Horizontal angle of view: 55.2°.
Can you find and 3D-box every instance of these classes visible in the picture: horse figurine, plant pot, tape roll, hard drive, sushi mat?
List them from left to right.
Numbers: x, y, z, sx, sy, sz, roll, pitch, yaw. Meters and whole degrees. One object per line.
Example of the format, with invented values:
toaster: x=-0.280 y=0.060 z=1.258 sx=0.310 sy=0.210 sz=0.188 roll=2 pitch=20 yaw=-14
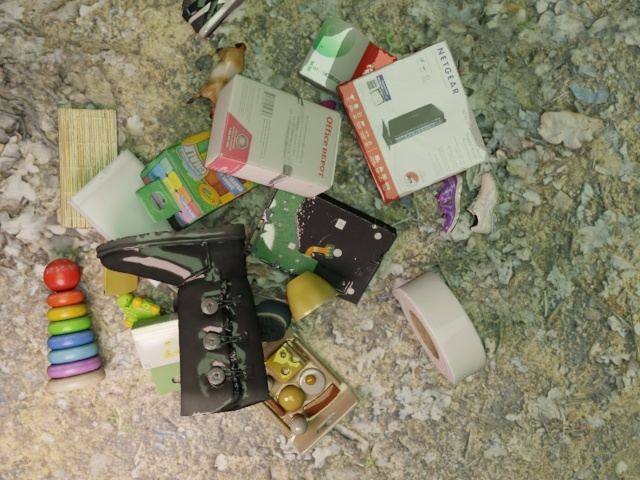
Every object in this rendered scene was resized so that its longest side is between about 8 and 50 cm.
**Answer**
sushi mat: x=-0.606 y=-0.186 z=1.599 sx=0.152 sy=0.019 sz=0.316 roll=-1 pitch=93 yaw=-8
plant pot: x=-0.521 y=0.100 z=1.595 sx=0.083 sy=0.081 sz=0.081 roll=0 pitch=93 yaw=-22
hard drive: x=-0.465 y=-0.058 z=1.591 sx=0.307 sy=0.040 sz=0.203 roll=46 pitch=77 yaw=-8
horse figurine: x=-0.254 y=-0.415 z=1.548 sx=0.066 sy=0.175 sz=0.263 roll=40 pitch=70 yaw=-37
plant pot: x=-0.035 y=0.136 z=1.587 sx=0.134 sy=0.134 sz=0.095 roll=-35 pitch=85 yaw=-4
hard drive: x=0.000 y=0.000 z=1.621 sx=0.339 sy=0.064 sz=0.236 roll=24 pitch=111 yaw=-8
tape roll: x=0.311 y=0.225 z=1.594 sx=0.100 sy=0.286 sz=0.286 roll=-29 pitch=96 yaw=-5

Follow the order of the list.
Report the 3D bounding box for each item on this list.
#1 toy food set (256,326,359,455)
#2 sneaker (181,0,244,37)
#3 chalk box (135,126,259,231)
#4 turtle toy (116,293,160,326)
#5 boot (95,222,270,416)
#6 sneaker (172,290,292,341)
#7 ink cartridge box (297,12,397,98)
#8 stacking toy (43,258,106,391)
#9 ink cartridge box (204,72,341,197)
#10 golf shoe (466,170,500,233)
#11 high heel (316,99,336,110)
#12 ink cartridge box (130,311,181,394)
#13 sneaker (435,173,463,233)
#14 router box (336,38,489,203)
toy food set: x=-0.076 y=0.401 z=1.654 sx=0.220 sy=0.092 sz=0.306 roll=-43 pitch=97 yaw=-2
sneaker: x=-0.271 y=-0.643 z=1.582 sx=0.121 sy=0.079 sz=0.217 roll=44 pitch=89 yaw=-8
chalk box: x=-0.304 y=-0.147 z=1.493 sx=0.289 sy=0.179 sz=0.180 roll=-37 pitch=98 yaw=-38
turtle toy: x=-0.475 y=0.181 z=1.608 sx=0.130 sy=0.066 sz=0.095 roll=25 pitch=115 yaw=-7
boot: x=-0.330 y=0.200 z=1.470 sx=0.367 sy=0.146 sz=0.444 roll=-8 pitch=85 yaw=-5
sneaker: x=-0.228 y=0.183 z=1.631 sx=0.319 sy=0.131 sz=0.112 roll=11 pitch=123 yaw=10
ink cartridge box: x=0.077 y=-0.473 z=1.647 sx=0.225 sy=0.056 sz=0.181 roll=27 pitch=90 yaw=-6
stacking toy: x=-0.648 y=0.210 z=1.565 sx=0.141 sy=0.141 sz=0.330 roll=-10 pitch=90 yaw=-6
ink cartridge box: x=-0.109 y=-0.238 z=1.452 sx=0.283 sy=0.117 sz=0.207 roll=15 pitch=74 yaw=-27
golf shoe: x=0.450 y=-0.105 z=1.704 sx=0.086 sy=0.069 sz=0.176 roll=-3 pitch=92 yaw=-1
high heel: x=-0.019 y=-0.266 z=1.602 sx=0.117 sy=0.082 sz=0.244 roll=41 pitch=69 yaw=18
ink cartridge box: x=-0.377 y=0.303 z=1.598 sx=0.171 sy=0.056 sz=0.235 roll=-13 pitch=111 yaw=-3
sneaker: x=0.354 y=-0.102 z=1.702 sx=0.071 sy=0.068 sz=0.169 roll=5 pitch=84 yaw=8
router box: x=0.242 y=-0.311 z=1.615 sx=0.301 sy=0.082 sz=0.335 roll=-23 pitch=103 yaw=5
